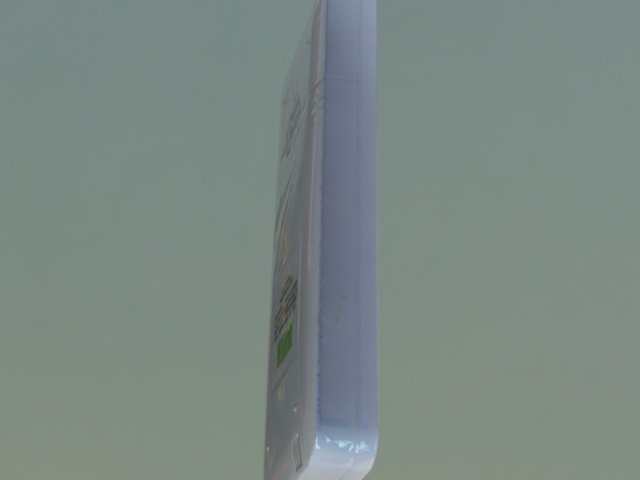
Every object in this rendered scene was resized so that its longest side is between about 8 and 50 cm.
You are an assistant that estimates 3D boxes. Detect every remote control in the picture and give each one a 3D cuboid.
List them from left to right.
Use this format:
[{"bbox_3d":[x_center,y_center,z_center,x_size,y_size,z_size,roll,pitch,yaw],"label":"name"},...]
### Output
[{"bbox_3d":[0.000,0.000,0.552,0.034,0.250,0.103,9,149,-12],"label":"remote control"}]
